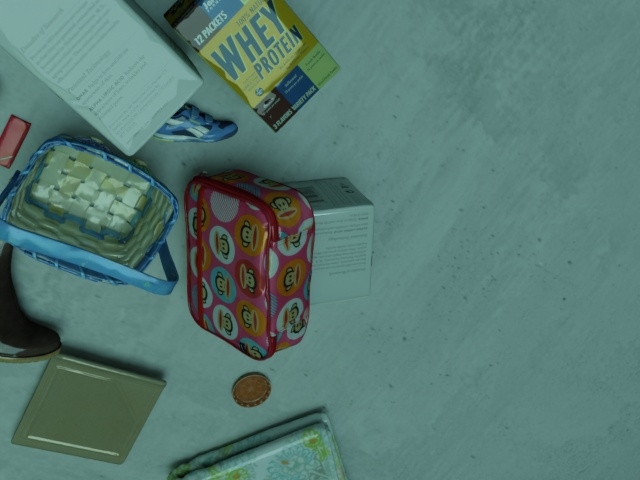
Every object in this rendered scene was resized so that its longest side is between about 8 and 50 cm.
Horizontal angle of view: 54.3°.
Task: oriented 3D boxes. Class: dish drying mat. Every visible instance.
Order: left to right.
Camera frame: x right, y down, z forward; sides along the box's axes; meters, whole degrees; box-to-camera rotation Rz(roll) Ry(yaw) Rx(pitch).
[{"bbox_3d":[-0.489,-0.155,0.984,0.032,0.008,0.083,26,104,-26],"label":"dish drying mat"}]

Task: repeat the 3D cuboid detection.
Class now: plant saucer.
[{"bbox_3d":[-0.146,0.316,1.317,0.083,0.013,0.084,-7,116,-16],"label":"plant saucer"}]

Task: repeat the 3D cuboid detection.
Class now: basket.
[{"bbox_3d":[-0.344,-0.036,0.925,0.254,0.289,0.201,26,109,-30],"label":"basket"}]

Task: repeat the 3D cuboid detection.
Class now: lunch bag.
[{"bbox_3d":[-0.137,0.030,1.055,0.120,0.258,0.293,-21,123,-44],"label":"lunch bag"}]

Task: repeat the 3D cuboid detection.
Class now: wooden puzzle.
[{"bbox_3d":[-0.447,0.327,1.211,0.220,0.044,0.239,23,110,-26],"label":"wooden puzzle"}]

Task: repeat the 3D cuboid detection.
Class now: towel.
[{"bbox_3d":[-0.117,0.573,1.409,0.374,0.090,0.321,-19,116,-9],"label":"towel"}]

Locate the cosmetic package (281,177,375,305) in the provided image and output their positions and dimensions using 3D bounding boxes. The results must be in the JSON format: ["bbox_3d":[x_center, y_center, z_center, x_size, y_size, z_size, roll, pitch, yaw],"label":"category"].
[{"bbox_3d":[0.000,0.000,1.137,0.151,0.151,0.184,-7,117,-16],"label":"cosmetic package"}]

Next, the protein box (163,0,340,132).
[{"bbox_3d":[-0.108,-0.299,0.932,0.136,0.200,0.201,-44,119,5],"label":"protein box"}]

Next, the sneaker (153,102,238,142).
[{"bbox_3d":[-0.207,-0.196,1.033,0.144,0.053,0.059,-2,113,-18],"label":"sneaker"}]

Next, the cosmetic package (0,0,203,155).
[{"bbox_3d":[-0.353,-0.317,0.837,0.156,0.217,0.385,-45,118,5],"label":"cosmetic package"}]

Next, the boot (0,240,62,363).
[{"bbox_3d":[-0.536,0.089,1.036,0.248,0.090,0.207,19,109,-21],"label":"boot"}]
